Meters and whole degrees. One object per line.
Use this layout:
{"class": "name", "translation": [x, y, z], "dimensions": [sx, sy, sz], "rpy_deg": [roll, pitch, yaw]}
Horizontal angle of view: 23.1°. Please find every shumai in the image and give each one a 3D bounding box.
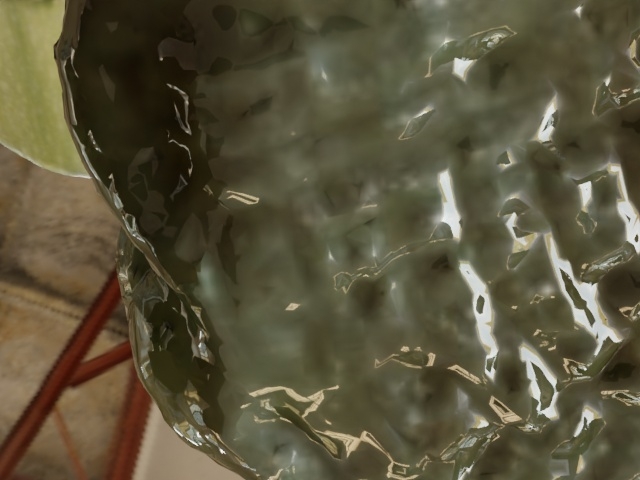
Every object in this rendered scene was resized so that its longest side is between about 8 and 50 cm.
{"class": "shumai", "translation": [0.076, -0.091, 0.461], "dimensions": [0.309, 0.263, 0.304], "rpy_deg": [0, -72, -11]}

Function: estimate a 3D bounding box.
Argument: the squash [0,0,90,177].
{"class": "squash", "translation": [-0.116, -0.154, 0.772], "dimensions": [0.220, 0.220, 0.133], "rpy_deg": [27, -33, 17]}
